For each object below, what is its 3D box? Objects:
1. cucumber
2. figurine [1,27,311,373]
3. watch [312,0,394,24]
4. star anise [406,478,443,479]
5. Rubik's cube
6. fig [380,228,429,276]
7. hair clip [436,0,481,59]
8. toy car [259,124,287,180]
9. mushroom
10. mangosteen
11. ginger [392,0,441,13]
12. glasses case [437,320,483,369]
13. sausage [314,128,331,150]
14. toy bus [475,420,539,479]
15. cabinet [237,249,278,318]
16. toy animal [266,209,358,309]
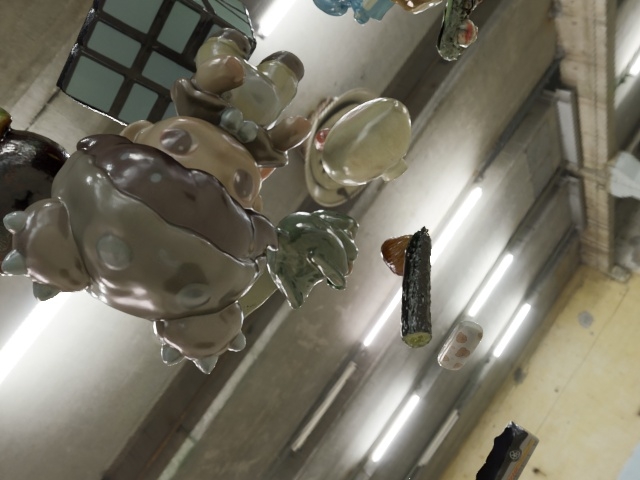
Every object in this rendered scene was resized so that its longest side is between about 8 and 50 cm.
[{"bbox_3d":[0.222,0.095,1.245,0.072,0.072,0.300,57,-146,-50],"label":"cucumber"},{"bbox_3d":[-0.138,-0.072,0.586,0.248,0.203,0.381,36,-120,-27],"label":"figurine"},{"bbox_3d":[0.107,-0.591,1.251,0.193,0.210,0.211,-24,-47,-56],"label":"watch"},{"bbox_3d":[0.129,0.522,0.957,0.235,0.109,0.223,-24,1,6],"label":"star anise"},{"bbox_3d":[-0.324,-0.395,1.099,0.293,0.289,0.283,22,-60,-26],"label":"Rubik's cube"},{"bbox_3d":[0.245,0.024,1.557,0.153,0.119,0.119,-44,-38,-3],"label":"fig"},{"bbox_3d":[0.327,-0.587,1.258,0.138,0.091,0.322,-32,-58,-57],"label":"hair clip"},{"bbox_3d":[-0.234,-0.270,1.511,0.270,0.180,0.213,43,-112,-30],"label":"toy car"},{"bbox_3d":[0.128,-0.227,1.321,0.202,0.246,0.246,41,-99,-21],"label":"mushroom"},{"bbox_3d":[-0.605,-0.082,1.042,0.311,0.311,0.311,-28,-46,-34],"label":"mangosteen"},{"bbox_3d":[0.125,-0.454,0.944,0.069,0.190,0.095,-56,-23,-17],"label":"ginger"},{"bbox_3d":[0.334,0.253,1.304,0.041,0.063,0.164,-66,-3,-49],"label":"glasses case"},{"bbox_3d":[0.020,-0.310,1.683,0.076,0.141,0.076,-1,-83,-8],"label":"sausage"},{"bbox_3d":[0.367,0.450,1.087,0.072,0.057,0.172,28,-89,-30],"label":"toy bus"},{"bbox_3d":[-0.283,0.001,1.342,0.227,0.318,0.290,-43,-50,-13],"label":"cabinet"},{"bbox_3d":[0.001,-0.003,0.855,0.251,0.125,0.127,-64,-25,-66],"label":"toy animal"}]
